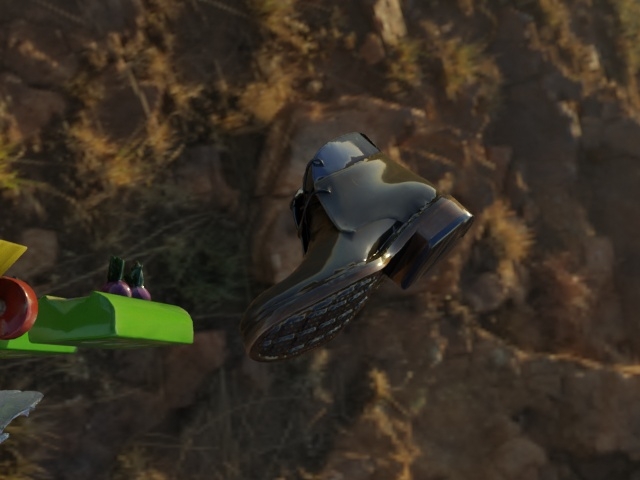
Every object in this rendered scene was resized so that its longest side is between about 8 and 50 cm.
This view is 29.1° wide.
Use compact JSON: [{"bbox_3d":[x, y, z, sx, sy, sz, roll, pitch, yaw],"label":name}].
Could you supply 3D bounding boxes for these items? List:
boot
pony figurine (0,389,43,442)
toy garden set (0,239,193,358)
[{"bbox_3d":[0.000,0.000,0.819,0.106,0.082,0.219,45,43,16],"label":"boot"},{"bbox_3d":[-0.346,0.191,0.628,0.351,0.303,0.363,-38,132,-56],"label":"pony figurine"},{"bbox_3d":[-0.209,0.031,0.585,0.204,0.244,0.049,27,59,-75],"label":"toy garden set"}]
